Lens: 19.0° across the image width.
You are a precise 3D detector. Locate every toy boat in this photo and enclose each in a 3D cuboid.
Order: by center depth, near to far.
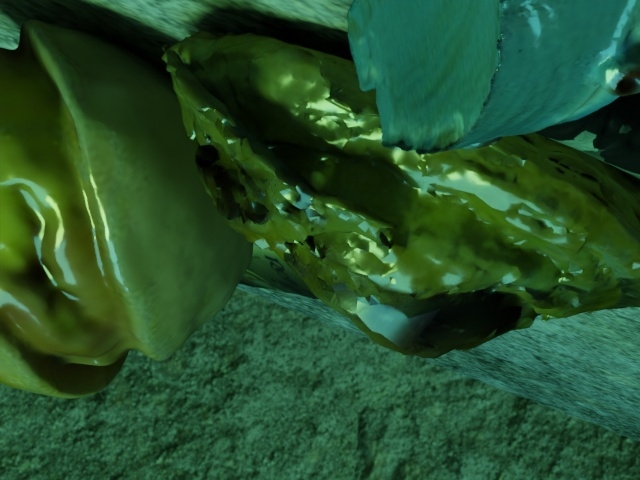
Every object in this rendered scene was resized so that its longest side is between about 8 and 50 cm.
[{"bbox_3d":[0.075,-0.080,0.574,0.102,0.088,0.215,-13,179,-11],"label":"toy boat"}]

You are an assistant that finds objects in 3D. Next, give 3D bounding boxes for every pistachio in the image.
[{"bbox_3d":[-0.156,-0.022,1.188,0.230,0.230,0.309,19,169,18],"label":"pistachio"}]

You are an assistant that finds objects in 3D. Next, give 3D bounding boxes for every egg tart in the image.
[{"bbox_3d":[0.034,-0.016,1.000,0.297,0.132,0.297,26,177,2],"label":"egg tart"}]

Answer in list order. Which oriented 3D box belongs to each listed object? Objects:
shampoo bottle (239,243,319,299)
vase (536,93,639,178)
[{"bbox_3d":[0.000,0.000,1.395,0.125,0.084,0.350,27,171,-31],"label":"shampoo bottle"},{"bbox_3d":[0.122,-0.044,0.738,0.167,0.059,0.059,25,172,-38],"label":"vase"}]
